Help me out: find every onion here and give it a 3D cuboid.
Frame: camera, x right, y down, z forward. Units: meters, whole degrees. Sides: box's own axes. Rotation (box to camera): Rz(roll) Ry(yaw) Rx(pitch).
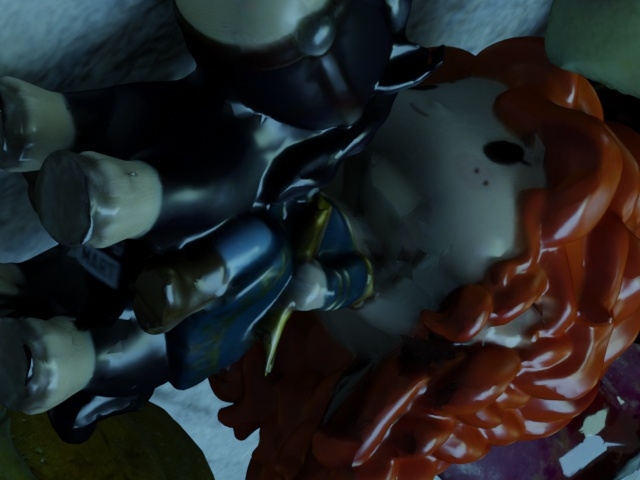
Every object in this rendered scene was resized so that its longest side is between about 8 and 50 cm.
[{"bbox_3d":[0.174,0.119,1.435,0.207,0.200,0.200,-12,144,-38],"label":"onion"}]

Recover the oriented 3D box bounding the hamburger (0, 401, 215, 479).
[{"bbox_3d":[-0.150,0.146,1.014,0.113,0.177,0.185,-44,-176,23],"label":"hamburger"}]

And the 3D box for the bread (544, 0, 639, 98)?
[{"bbox_3d":[0.250,-0.220,0.931,0.187,0.155,0.338,-7,124,-62],"label":"bread"}]

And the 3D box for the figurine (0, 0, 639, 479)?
[{"bbox_3d":[-0.004,-0.008,0.937,0.412,0.241,0.306,33,81,-47],"label":"figurine"}]

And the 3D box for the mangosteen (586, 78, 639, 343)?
[{"bbox_3d":[0.217,-0.065,1.171,0.235,0.235,0.261,-37,117,-8],"label":"mangosteen"}]
